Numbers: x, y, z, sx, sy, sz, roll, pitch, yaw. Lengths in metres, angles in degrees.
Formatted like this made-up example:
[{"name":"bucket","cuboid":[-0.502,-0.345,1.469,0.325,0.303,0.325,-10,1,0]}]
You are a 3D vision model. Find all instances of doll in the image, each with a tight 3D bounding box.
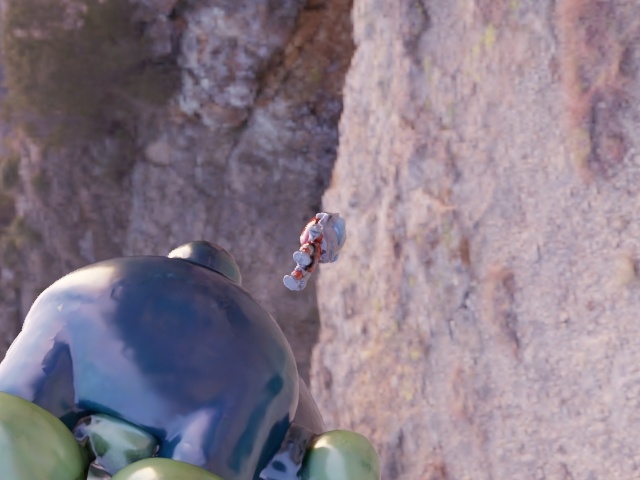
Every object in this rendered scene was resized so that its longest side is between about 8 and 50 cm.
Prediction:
[{"name":"doll","cuboid":[-0.083,0.114,0.524,0.322,0.199,0.186,118,175,-60]},{"name":"doll","cuboid":[0.001,0.000,0.850,0.114,0.039,0.057,-51,-48,-58]}]
